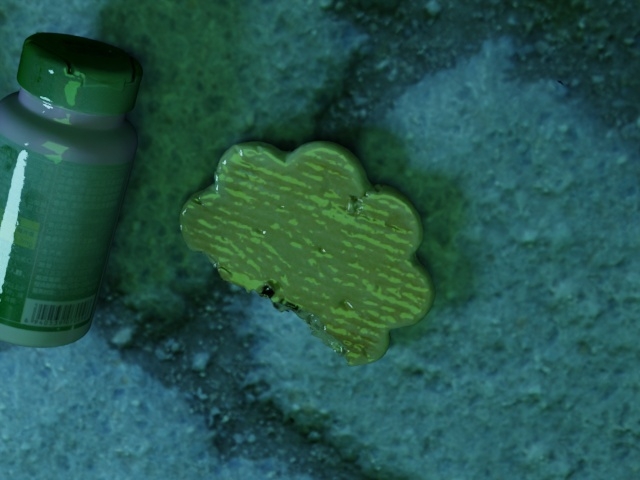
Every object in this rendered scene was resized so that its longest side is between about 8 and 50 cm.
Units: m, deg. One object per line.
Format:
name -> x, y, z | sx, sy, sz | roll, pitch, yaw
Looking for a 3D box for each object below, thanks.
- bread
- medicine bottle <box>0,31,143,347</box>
bread -> 0.000, 0.000, 1.184 | 0.251, 0.039, 0.182 | 36, 108, -9
medicine bottle -> -0.246, -0.047, 1.136 | 0.133, 0.133, 0.274 | 18, 111, -2
